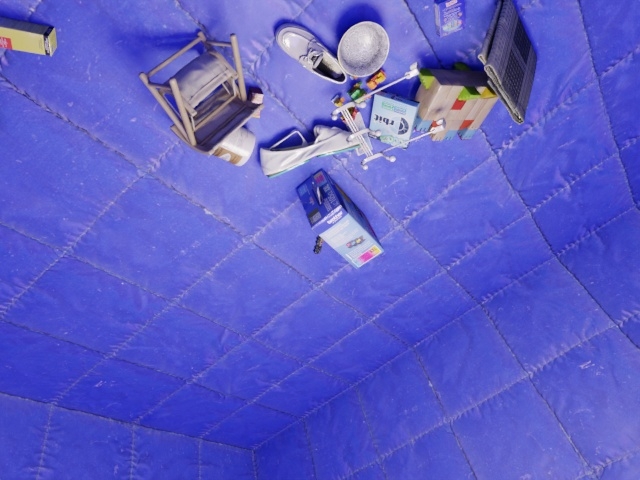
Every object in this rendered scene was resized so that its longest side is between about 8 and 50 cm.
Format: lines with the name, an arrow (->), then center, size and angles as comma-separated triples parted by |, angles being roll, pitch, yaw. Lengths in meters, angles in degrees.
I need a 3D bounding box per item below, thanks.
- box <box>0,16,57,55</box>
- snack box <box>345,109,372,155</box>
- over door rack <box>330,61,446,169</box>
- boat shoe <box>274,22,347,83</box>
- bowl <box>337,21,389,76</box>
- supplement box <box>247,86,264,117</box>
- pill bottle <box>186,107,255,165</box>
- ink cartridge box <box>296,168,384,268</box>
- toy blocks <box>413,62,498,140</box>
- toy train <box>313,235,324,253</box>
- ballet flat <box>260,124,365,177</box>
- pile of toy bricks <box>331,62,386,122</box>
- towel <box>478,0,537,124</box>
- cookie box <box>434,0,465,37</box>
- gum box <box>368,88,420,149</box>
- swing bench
box -> -0.838, -0.549, 1.140 | 0.232, 0.087, 0.058 | 3, 130, -22
snack box -> 0.144, -0.406, 1.640 | 0.064, 0.022, 0.178 | -24, 134, 5
over door rack -> 0.228, -0.397, 1.436 | 0.324, 0.108, 0.239 | -25, 123, 19
boat shoe -> -0.023, -0.585, 1.375 | 0.267, 0.088, 0.096 | 27, 119, -36
bowl -> 0.128, -0.627, 1.393 | 0.170, 0.080, 0.170 | -9, 134, -10
supplement box -> -0.221, -0.462, 1.446 | 0.043, 0.055, 0.083 | 2, 131, -22
pill bottle -> -0.348, -0.352, 1.451 | 0.229, 0.131, 0.131 | 22, 121, -33
ink cartridge box -> 0.060, -0.099, 1.720 | 0.151, 0.270, 0.395 | -38, 132, 14
toy blocks -> 0.478, -0.485, 1.593 | 0.381, 0.190, 0.261 | -7, 146, -23
toy train -> 0.000, 0.000, 1.959 | 0.036, 0.027, 0.158 | -3, 132, -20
ballet flat -> -0.036, -0.348, 1.572 | 0.400, 0.139, 0.139 | -19, 134, 0
pile of toy bricks -> 0.134, -0.506, 1.488 | 0.212, 0.105, 0.118 | -42, 130, 19
towel -> 0.645, -0.608, 1.472 | 0.056, 0.324, 0.312 | 0, 153, 45
cookie box -> 0.424, -0.740, 1.416 | 0.092, 0.040, 0.107 | -20, 134, 0
gum box -> 0.261, -0.434, 1.560 | 0.157, 0.041, 0.184 | 23, 144, 14
swing bench -> -0.339, -0.435, 1.282 | 0.253, 0.165, 0.254 | -50, 143, -26
